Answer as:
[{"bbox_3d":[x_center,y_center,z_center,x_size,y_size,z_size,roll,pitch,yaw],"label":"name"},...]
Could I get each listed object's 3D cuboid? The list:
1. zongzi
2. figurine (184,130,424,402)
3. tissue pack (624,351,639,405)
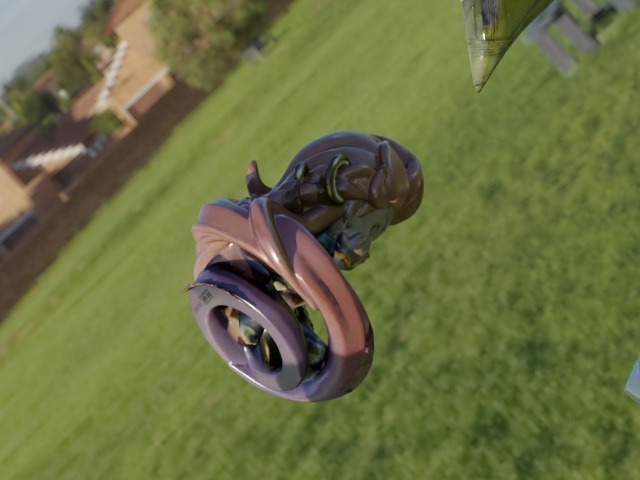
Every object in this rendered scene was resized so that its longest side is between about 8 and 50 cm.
[{"bbox_3d":[0.150,-0.165,1.044,0.104,0.113,0.052,-8,-5,-7],"label":"zongzi"},{"bbox_3d":[-0.010,-0.001,0.797,0.126,0.114,0.157,121,170,-67],"label":"figurine"},{"bbox_3d":[0.467,0.069,1.126,0.405,0.205,0.332,37,112,56],"label":"tissue pack"}]
